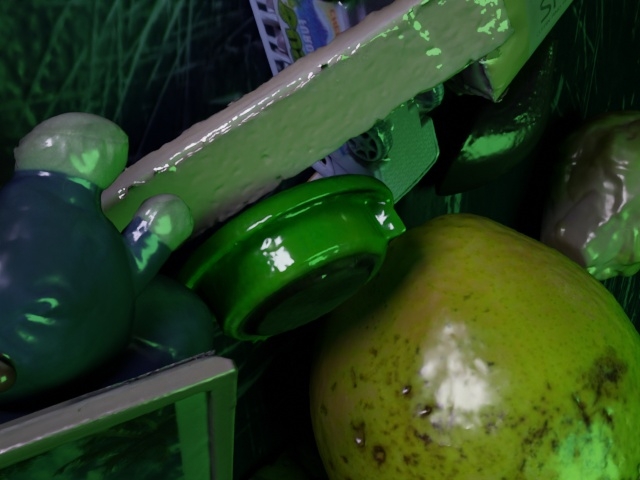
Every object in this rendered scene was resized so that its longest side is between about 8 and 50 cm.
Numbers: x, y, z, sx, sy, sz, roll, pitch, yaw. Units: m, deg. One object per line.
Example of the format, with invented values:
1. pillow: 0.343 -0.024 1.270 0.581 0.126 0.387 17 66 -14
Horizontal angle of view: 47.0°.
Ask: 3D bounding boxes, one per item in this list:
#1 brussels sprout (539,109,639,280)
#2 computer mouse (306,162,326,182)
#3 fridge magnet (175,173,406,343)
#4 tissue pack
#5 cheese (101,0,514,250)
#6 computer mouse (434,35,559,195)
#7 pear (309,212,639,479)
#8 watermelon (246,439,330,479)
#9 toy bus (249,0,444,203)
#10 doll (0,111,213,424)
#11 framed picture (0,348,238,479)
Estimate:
1. brussels sprout: 0.484 -0.076 1.211 0.316 0.242 0.274 -33 155 -45
2. computer mouse: -0.001 -0.001 0.775 0.199 0.044 0.102 -56 135 -4
3. fridge magnet: -0.025 0.017 0.631 0.208 0.088 0.208 -26 160 -10
4. tissue pack: 0.215 -0.320 0.831 0.257 0.123 0.215 -51 143 -11
5. cheese: -0.035 -0.080 0.555 0.400 0.034 0.085 -30 131 2
6. computer mouse: 0.240 -0.151 0.945 0.264 0.088 0.147 -59 172 -16
7. pear: 0.161 0.156 0.805 0.391 0.391 0.391 -27 127 -42
8. watermelon: -0.001 0.426 0.889 0.330 0.189 0.331 -31 136 -36
9. toy bus: 0.013 -0.185 0.627 0.109 0.135 0.330 -46 138 -29
10. doll: -0.173 0.061 0.497 0.228 0.154 0.258 -26 150 -4
11. framed picture: -0.169 0.194 0.519 0.231 0.024 0.315 -18 146 -19
